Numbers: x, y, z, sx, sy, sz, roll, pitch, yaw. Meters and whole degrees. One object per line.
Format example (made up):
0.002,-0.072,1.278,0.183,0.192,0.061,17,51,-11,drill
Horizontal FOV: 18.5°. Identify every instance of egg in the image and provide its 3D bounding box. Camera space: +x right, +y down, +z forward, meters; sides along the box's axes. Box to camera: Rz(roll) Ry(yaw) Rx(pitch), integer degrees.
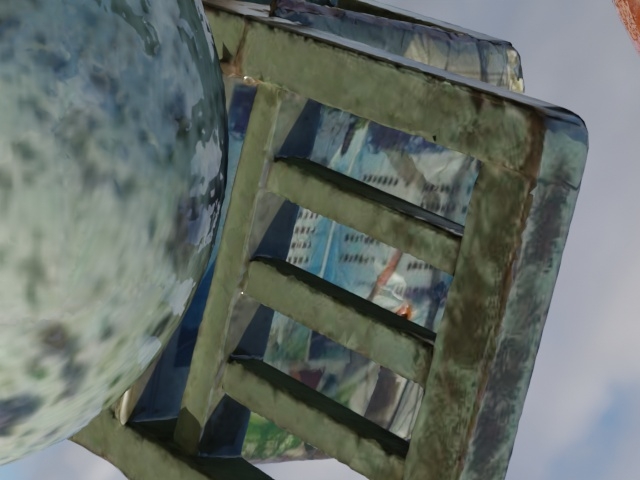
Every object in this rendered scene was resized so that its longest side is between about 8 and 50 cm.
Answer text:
-0.089,-0.036,0.415,0.132,0.132,0.172,-34,-112,63,egg

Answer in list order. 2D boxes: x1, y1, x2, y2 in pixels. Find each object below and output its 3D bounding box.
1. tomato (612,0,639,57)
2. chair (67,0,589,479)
0.181,-0.163,0.802,0.237,0.095,0.237,-168,-90,-75,tomato
0.000,0.000,0.565,0.270,0.147,0.136,22,-77,45,chair
